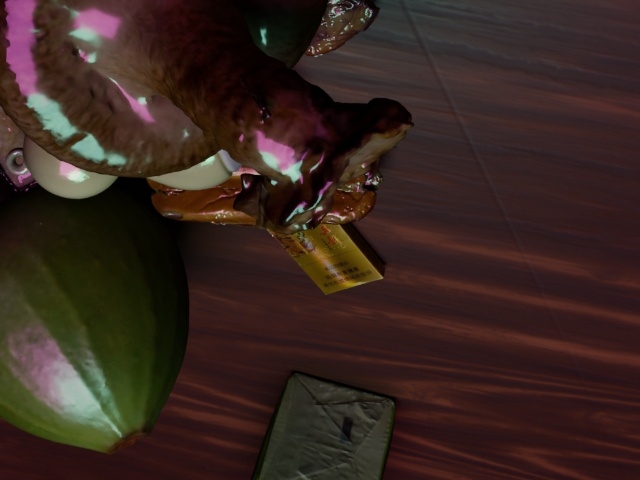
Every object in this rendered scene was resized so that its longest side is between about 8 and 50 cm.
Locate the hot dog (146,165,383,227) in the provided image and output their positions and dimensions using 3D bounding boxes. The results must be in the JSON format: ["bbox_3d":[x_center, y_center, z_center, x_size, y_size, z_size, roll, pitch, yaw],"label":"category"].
[{"bbox_3d":[-0.064,-0.064,1.551,0.269,0.072,0.115,3,118,12],"label":"hot dog"}]

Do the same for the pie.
[{"bbox_3d":[-0.005,-0.225,1.397,0.170,0.034,0.092,-27,121,35],"label":"pie"}]

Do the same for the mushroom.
[{"bbox_3d":[-0.143,-0.176,1.247,0.334,0.356,0.331,30,131,-35],"label":"mushroom"}]

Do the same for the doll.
[{"bbox_3d":[-0.183,-0.114,1.469,0.296,0.117,0.141,-10,97,11],"label":"doll"}]

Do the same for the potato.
[{"bbox_3d":[-0.333,-0.149,1.548,0.100,0.089,0.172,-37,92,16],"label":"potato"}]

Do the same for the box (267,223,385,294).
[{"bbox_3d":[0.000,0.000,1.650,0.089,0.022,0.156,-17,130,29],"label":"box"}]

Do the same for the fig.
[{"bbox_3d":[-0.282,0.095,1.592,0.316,0.316,0.316,7,138,7],"label":"fig"}]

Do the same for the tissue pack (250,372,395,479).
[{"bbox_3d":[-0.014,0.346,1.901,0.167,0.200,0.274,17,139,-2],"label":"tissue pack"}]
